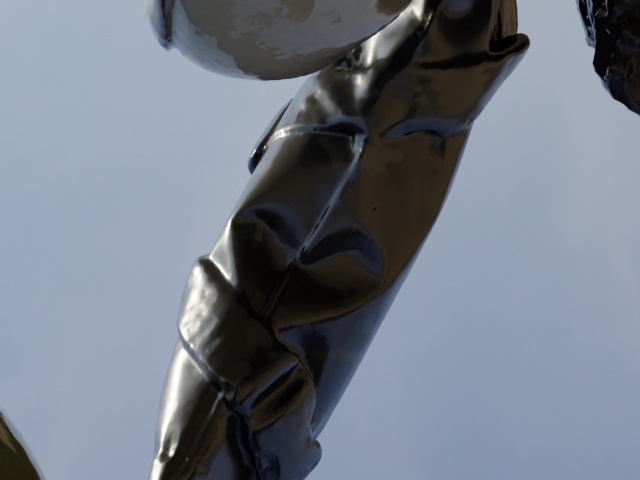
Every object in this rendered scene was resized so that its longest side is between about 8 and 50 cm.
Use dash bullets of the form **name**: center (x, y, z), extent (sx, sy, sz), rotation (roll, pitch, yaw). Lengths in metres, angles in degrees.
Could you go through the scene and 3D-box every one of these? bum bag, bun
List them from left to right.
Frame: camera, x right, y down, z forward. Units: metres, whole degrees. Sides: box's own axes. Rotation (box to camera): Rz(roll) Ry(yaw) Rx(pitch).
- **bun**: center (-0.001, -0.144, 0.729), extent (0.120, 0.173, 0.173), rotation (9, -160, -4)
- **bum bag**: center (0.000, 0.000, 0.841), extent (0.095, 0.340, 0.144), rotation (29, 179, 12)

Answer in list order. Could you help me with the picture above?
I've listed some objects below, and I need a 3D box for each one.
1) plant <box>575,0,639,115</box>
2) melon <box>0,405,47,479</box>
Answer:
- **plant**: center (0.180, -0.113, 0.782), extent (0.131, 0.142, 0.203), rotation (7, -164, -4)
- **melon**: center (-0.222, 0.142, 0.731), extent (0.272, 0.308, 0.272), rotation (-2, -143, 2)
